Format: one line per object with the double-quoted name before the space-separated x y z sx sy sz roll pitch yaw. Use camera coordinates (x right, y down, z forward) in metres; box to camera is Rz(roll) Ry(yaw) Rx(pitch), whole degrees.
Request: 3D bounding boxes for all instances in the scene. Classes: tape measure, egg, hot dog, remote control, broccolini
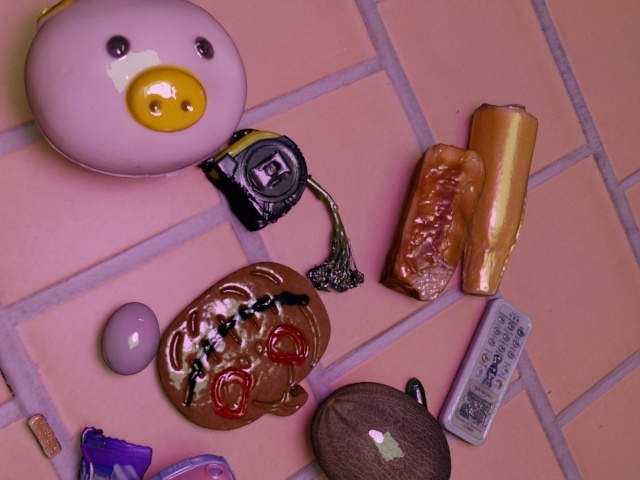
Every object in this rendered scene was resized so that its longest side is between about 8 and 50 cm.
"tape measure" -0.119 -0.137 1.411 0.186 0.112 0.199 -42 104 -24
"egg" -0.347 0.180 1.282 0.103 0.103 0.135 15 79 -23
"hot dog" -0.493 0.345 1.241 0.030 0.034 0.090 -34 119 -34
"remote control" 0.384 0.302 1.629 0.128 0.065 0.336 34 73 -21
"broccolini" -0.002 -0.008 1.488 0.123 0.062 0.272 -23 92 -33

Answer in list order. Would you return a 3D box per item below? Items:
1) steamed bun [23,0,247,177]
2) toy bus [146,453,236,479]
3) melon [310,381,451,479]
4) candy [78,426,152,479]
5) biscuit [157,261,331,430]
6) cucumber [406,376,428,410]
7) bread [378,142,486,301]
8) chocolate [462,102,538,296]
"steamed bun" -0.316 -0.274 1.224 0.373 0.333 0.334 -9 89 -30
"toy bus" -0.204 0.544 1.224 0.197 0.231 0.294 -18 118 -25
"melon" 0.120 0.414 1.404 0.301 0.237 0.238 40 71 -15
"candy" -0.401 0.484 1.255 0.145 0.070 0.276 23 74 -30
"biscuit" -0.135 0.225 1.401 0.367 0.063 0.314 -39 100 -23
"cucumber" 0.226 0.447 1.554 0.056 0.056 0.285 -8 86 -25
"bread" 0.251 -0.037 1.529 0.148 0.195 0.344 19 78 -2
"chocolate" 0.401 -0.089 1.639 0.162 0.162 0.446 12 85 -23
